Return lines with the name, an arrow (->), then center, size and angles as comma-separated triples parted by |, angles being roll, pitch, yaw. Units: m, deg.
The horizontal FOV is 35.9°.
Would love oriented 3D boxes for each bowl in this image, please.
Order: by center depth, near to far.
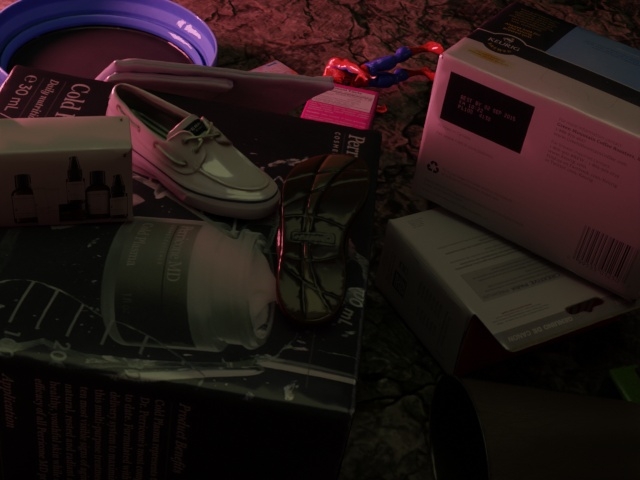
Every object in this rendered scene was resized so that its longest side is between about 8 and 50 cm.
bowl -> -0.374, -0.316, 1.713 | 0.391, 0.077, 0.391 | 6, 41, -5

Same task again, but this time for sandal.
sandal -> 0.000, 0.000, 1.004 | 0.090, 0.060, 0.219 | 6, 55, -1

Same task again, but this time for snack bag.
snack bag -> -0.199, -0.185, 1.439 | 0.343, 0.323, 0.037 | -1, 79, -33

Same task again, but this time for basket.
basket -> 0.261, 0.248, 1.141 | 0.227, 0.154, 0.204 | 2, 42, -15

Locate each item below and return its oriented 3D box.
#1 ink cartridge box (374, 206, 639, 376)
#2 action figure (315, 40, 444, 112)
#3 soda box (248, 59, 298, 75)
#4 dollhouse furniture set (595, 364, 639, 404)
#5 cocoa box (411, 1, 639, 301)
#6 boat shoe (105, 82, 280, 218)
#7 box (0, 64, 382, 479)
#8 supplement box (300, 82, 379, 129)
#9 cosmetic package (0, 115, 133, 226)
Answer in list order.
ink cartridge box -> 0.280, 0.064, 1.367 | 0.309, 0.130, 0.272 | -14, 45, -26
action figure -> 0.117, -0.287, 1.770 | 0.280, 0.091, 0.139 | -14, 37, -27
soda box -> -0.122, -0.248, 1.697 | 0.058, 0.063, 0.183 | 36, 46, 28
dollhouse furniture set -> 0.475, 0.161, 1.163 | 0.198, 0.301, 0.151 | -6, 45, -14
cocoa box -> 0.338, -0.131, 1.325 | 0.347, 0.231, 0.228 | 28, 42, 21
boat shoe -> -0.143, -0.097, 1.059 | 0.226, 0.075, 0.083 | 24, 41, 15
box -> -0.195, 0.073, 1.137 | 0.472, 0.297, 0.480 | 11, 40, -2
supplement box -> 0.017, -0.148, 1.574 | 0.114, 0.111, 0.220 | 14, 40, 5
cosmetic package -> -0.306, -0.065, 0.970 | 0.239, 0.099, 0.060 | -4, 42, -13
